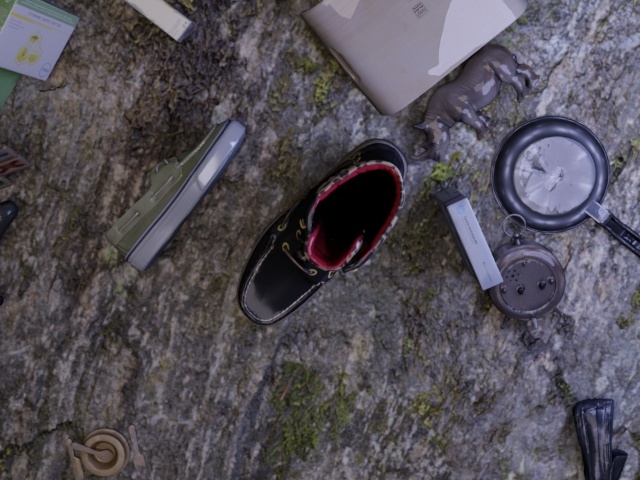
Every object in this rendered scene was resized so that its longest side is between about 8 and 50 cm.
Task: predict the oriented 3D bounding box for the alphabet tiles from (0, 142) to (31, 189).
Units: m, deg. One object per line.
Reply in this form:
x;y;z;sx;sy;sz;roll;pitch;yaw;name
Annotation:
-0.641;-0.084;1.819;0.343;0.285;0.011;-19;78;3;alphabet tiles

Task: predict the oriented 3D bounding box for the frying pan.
0.414;-0.052;1.928;0.197;0.053;0.326;-29;94;6;frying pan

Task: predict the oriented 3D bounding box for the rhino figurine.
0.235;-0.217;1.891;0.243;0.073;0.106;-43;99;7;rhino figurine

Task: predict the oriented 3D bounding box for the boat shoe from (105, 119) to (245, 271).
-0.239;-0.085;1.900;0.094;0.109;0.302;38;100;-3;boat shoe

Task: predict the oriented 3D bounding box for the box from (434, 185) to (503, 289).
0.235;-0.007;1.863;0.038;0.186;0.145;-24;97;2;box

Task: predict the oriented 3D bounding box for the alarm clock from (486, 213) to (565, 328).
0.335;0.049;1.930;0.129;0.064;0.192;-13;99;3;alarm clock

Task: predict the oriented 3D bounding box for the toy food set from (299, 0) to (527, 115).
0.152;-0.374;1.871;0.306;0.092;0.219;-38;108;7;toy food set

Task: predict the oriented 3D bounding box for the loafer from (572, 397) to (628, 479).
0.483;0.376;1.971;0.078;0.076;0.223;-10;94;10;loafer

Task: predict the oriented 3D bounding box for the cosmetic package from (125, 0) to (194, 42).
-0.262;-0.372;1.881;0.115;0.060;0.041;38;96;-6;cosmetic package

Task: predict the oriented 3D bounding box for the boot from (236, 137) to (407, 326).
0.000;0.000;1.816;0.138;0.284;0.377;45;95;-5;boot

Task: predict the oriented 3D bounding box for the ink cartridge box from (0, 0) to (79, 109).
-0.497;-0.279;1.840;0.056;0.171;0.235;32;97;18;ink cartridge box

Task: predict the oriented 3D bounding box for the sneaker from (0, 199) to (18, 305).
-0.556;0.041;1.940;0.229;0.086;0.132;-38;101;16;sneaker

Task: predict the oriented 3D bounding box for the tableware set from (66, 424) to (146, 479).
-0.362;0.420;2.006;0.128;0.039;0.194;-13;98;3;tableware set
